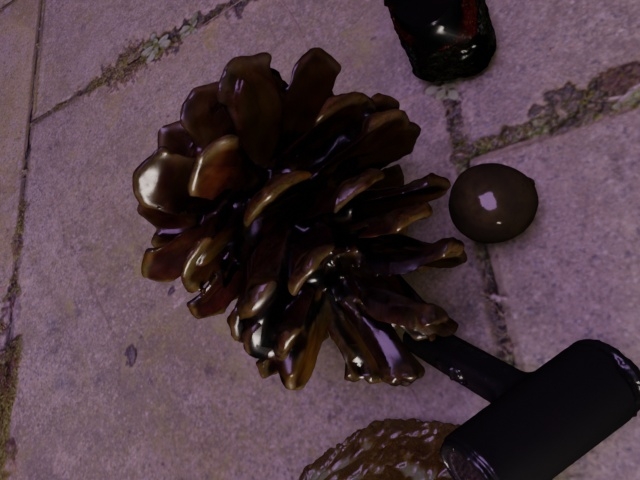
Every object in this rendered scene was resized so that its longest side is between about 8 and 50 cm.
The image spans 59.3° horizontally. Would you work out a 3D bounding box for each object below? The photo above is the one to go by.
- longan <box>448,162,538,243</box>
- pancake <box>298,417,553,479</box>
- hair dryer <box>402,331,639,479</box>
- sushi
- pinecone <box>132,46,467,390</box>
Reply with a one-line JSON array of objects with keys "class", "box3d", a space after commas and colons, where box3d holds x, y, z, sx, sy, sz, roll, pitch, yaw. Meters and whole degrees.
[{"class": "longan", "box3d": [0.211, -0.049, 0.681, 0.119, 0.106, 0.106, -33, 50, -28]}, {"class": "pancake", "box3d": [0.099, 0.301, 0.626, 0.377, 0.054, 0.197, -13, 42, 37]}, {"class": "hair dryer", "box3d": [0.178, 0.157, 0.614, 0.197, 0.089, 0.251, -28, 28, -20]}, {"class": "sushi", "box3d": [0.162, -0.332, 0.788, 0.136, 0.126, 0.225, -24, 57, 25]}, {"class": "pinecone", "box3d": [0.000, 0.000, 0.635, 0.384, 0.384, 0.384, -10, 69, 29]}]
